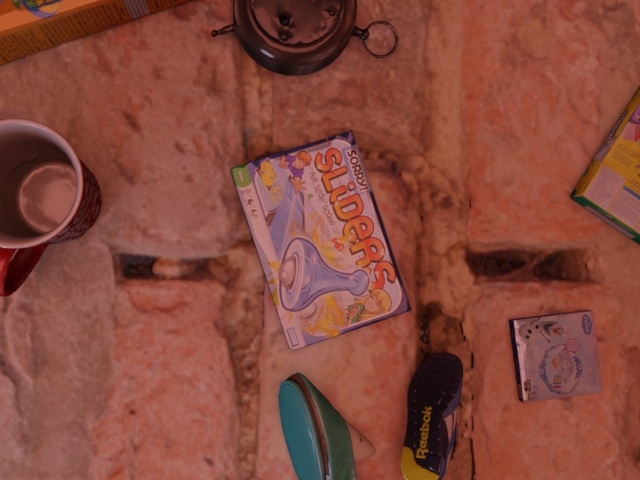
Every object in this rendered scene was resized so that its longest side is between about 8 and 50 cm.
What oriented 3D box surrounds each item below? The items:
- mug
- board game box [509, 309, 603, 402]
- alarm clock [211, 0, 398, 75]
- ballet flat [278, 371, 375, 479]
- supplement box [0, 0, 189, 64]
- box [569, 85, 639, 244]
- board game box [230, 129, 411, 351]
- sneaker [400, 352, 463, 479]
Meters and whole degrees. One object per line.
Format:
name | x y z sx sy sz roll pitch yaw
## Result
mug | -0.281 -0.034 0.816 0.113 0.169 0.150 45 85 -2
board game box | 0.255 0.125 0.932 0.090 0.020 0.090 -6 88 -5
alarm clock | -0.008 -0.237 0.905 0.192 0.064 0.129 17 86 -7
ballet flat | 0.020 0.250 0.887 0.087 0.083 0.247 -11 89 -30
supplement box | -0.245 -0.257 0.875 0.233 0.080 0.078 -21 87 -3
box | 0.365 -0.095 0.941 0.105 0.043 0.179 34 88 -3
board game box | 0.000 0.000 0.907 0.136 0.035 0.201 -19 90 -5
sneaker | 0.119 0.189 0.906 0.053 0.059 0.144 7 69 26
